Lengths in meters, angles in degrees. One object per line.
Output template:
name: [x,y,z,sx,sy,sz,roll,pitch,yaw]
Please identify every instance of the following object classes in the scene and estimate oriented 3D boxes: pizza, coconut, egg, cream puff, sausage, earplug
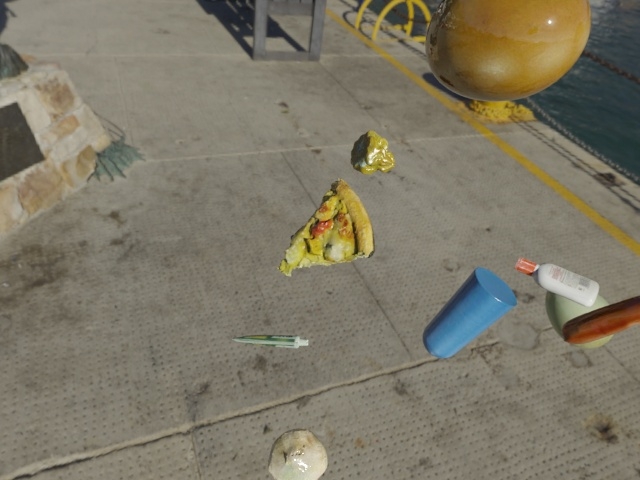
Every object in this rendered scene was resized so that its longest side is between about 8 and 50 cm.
pizza: [0.000,0.000,1.219,0.288,0.075,0.280,-39,48,10]
coconut: [-0.071,0.674,1.467,0.195,0.194,0.194,5,39,-4]
egg: [0.397,-0.449,1.043,0.283,0.282,0.351,-25,19,-35]
egg: [1.002,0.285,1.855,0.295,0.218,0.218,45,45,0]
cream puff: [0.172,-0.273,1.520,0.116,0.146,0.146,17,35,-23]
sausage: [0.841,0.225,1.370,0.089,0.300,0.083,14,52,-39]
earplug: [0.377,0.212,1.272,0.133,0.273,0.132,26,30,-17]

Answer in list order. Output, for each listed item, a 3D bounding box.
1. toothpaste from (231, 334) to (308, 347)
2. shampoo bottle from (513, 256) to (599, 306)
toothpaste: [-0.127,0.256,1.214,0.204,0.031,0.049,-1,-6,19]
shampoo bottle: [0.666,0.109,1.352,0.221,0.051,0.108,25,41,23]
